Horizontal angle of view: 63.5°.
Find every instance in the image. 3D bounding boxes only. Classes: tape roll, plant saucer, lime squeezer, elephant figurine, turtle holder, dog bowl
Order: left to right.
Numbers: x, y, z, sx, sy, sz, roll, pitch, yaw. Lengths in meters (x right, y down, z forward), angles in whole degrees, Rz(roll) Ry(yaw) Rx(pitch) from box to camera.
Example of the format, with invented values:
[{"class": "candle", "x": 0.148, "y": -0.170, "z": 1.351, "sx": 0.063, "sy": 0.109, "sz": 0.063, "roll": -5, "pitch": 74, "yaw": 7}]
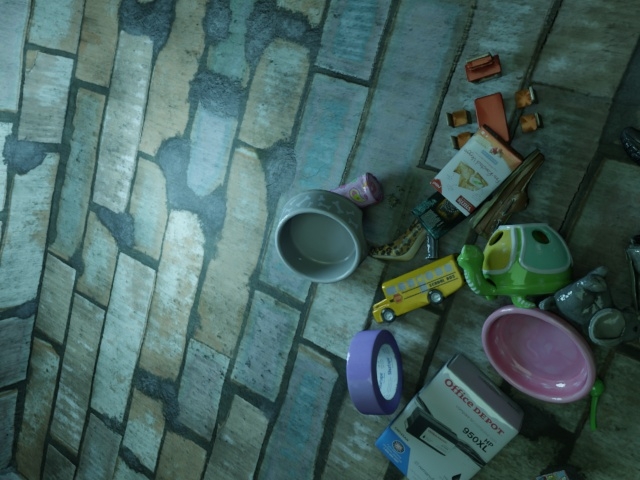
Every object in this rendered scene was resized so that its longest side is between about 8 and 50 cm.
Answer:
[{"class": "dog bowl", "x": 0.000, "y": 0.000, "z": 1.794, "sx": 0.348, "sy": 0.102, "sz": 0.349, "roll": 9, "pitch": 124, "yaw": 13}, {"class": "tape roll", "x": 0.186, "y": 0.438, "z": 1.728, "sx": 0.090, "sy": 0.274, "sz": 0.275, "roll": -8, "pitch": 91, "yaw": 28}, {"class": "turtle holder", "x": 0.561, "y": 0.067, "z": 1.504, "sx": 0.320, "sy": 0.243, "sz": 0.228, "roll": -3, "pitch": 92, "yaw": 13}, {"class": "plant saucer", "x": 0.645, "y": 0.321, "z": 1.524, "sx": 0.332, "sy": 0.084, "sz": 0.332, "roll": 30, "pitch": 138, "yaw": 31}, {"class": "lime squeezer", "x": 0.777, "y": 0.412, "z": 1.556, "sx": 0.311, "sy": 0.058, "sz": 0.110, "roll": 58, "pitch": 148, "yaw": 10}, {"class": "elephant figurine", "x": 0.733, "y": 0.199, "z": 1.318, "sx": 0.240, "sy": 0.169, "sz": 0.186, "roll": 58, "pitch": 144, "yaw": 14}]

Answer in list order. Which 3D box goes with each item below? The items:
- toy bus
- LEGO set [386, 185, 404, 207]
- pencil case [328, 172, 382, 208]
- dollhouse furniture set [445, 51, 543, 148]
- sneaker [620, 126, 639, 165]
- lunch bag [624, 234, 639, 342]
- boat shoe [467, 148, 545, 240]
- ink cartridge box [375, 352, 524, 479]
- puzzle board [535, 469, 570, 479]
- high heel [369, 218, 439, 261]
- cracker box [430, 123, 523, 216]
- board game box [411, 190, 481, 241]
[{"class": "toy bus", "x": 0.324, "y": 0.164, "z": 1.722, "sx": 0.332, "sy": 0.108, "sz": 0.130, "roll": -26, "pitch": 83, "yaw": 27}, {"class": "LEGO set", "x": 0.257, "y": -0.146, "z": 1.778, "sx": 0.083, "sy": 0.023, "sz": 0.054, "roll": -41, "pitch": 78, "yaw": 11}, {"class": "pencil case", "x": 0.074, "y": -0.142, "z": 1.815, "sx": 0.284, "sy": 0.124, "sz": 0.124, "roll": -20, "pitch": 86, "yaw": 29}, {"class": "dollhouse furniture set", "x": 0.505, "y": -0.413, "z": 1.553, "sx": 0.261, "sy": 0.135, "sz": 0.259, "roll": -11, "pitch": 90, "yaw": 28}, {"class": "sneaker", "x": 0.941, "y": -0.226, "z": 1.378, "sx": 0.286, "sy": 0.109, "sz": 0.130, "roll": 38, "pitch": 105, "yaw": 9}, {"class": "lunch bag", "x": 0.946, "y": 0.130, "z": 1.335, "sx": 0.255, "sy": 0.212, "sz": 0.306, "roll": -7, "pitch": 93, "yaw": 22}, {"class": "boat shoe", "x": 0.583, "y": -0.132, "z": 1.568, "sx": 0.104, "sy": 0.110, "sz": 0.307, "roll": 41, "pitch": 121, "yaw": 13}, {"class": "ink cartridge box", "x": 0.416, "y": 0.612, "z": 1.688, "sx": 0.285, "sy": 0.166, "sz": 0.395, "roll": 42, "pitch": 111, "yaw": 17}, {"class": "puzzle board", "x": 0.749, "y": 0.792, "z": 1.622, "sx": 0.096, "sy": 0.011, "sz": 0.128, "roll": -30, "pitch": 82, "yaw": 27}, {"class": "high heel", "x": 0.285, "y": -0.025, "z": 1.753, "sx": 0.261, "sy": 0.093, "sz": 0.186, "roll": -3, "pitch": 77, "yaw": 35}, {"class": "cracker box", "x": 0.466, "y": -0.209, "z": 1.554, "sx": 0.155, "sy": 0.067, "sz": 0.232, "roll": 42, "pitch": 122, "yaw": 5}, {"class": "board game box", "x": 0.401, "y": -0.102, "z": 1.655, "sx": 0.186, "sy": 0.026, "sz": 0.126, "roll": -36, "pitch": 78, "yaw": -2}]
